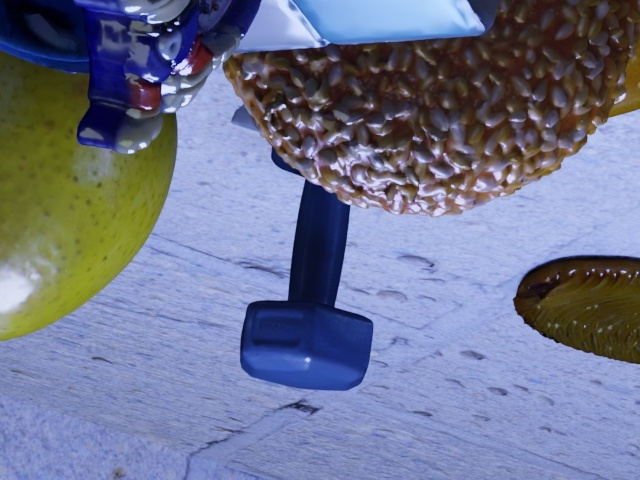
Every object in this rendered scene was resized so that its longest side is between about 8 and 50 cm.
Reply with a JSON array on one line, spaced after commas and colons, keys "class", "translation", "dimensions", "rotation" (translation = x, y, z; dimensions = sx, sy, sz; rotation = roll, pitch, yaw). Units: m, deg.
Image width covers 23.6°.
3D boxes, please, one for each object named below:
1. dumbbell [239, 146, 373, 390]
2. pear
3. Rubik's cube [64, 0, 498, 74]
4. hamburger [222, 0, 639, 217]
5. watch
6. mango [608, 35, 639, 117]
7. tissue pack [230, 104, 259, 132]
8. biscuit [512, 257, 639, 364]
[{"class": "dumbbell", "translation": [0.000, 0.000, 1.682], "dimensions": [0.144, 0.325, 0.160], "rotation": [10, 164, -2]}, {"class": "pear", "translation": [-0.324, -0.094, 1.535], "dimensions": [0.362, 0.418, 0.362], "rotation": [14, 149, 8]}, {"class": "Rubik's cube", "translation": [-0.080, -0.339, 0.916], "dimensions": [0.347, 0.344, 0.346], "rotation": [0, 155, 26]}, {"class": "hamburger", "translation": [0.077, -0.180, 1.168], "dimensions": [0.330, 0.330, 0.250], "rotation": [14, 177, -2]}, {"class": "watch", "translation": [-0.128, -0.164, 0.732], "dimensions": [0.200, 0.171, 0.196], "rotation": [19, 145, 16]}, {"class": "mango", "translation": [0.262, -0.182, 1.361], "dimensions": [0.236, 0.136, 0.166], "rotation": [4, 153, 10]}, {"class": "tissue pack", "translation": [0.030, -0.163, 1.518], "dimensions": [0.229, 0.145, 0.159], "rotation": [7, 156, 15]}, {"class": "biscuit", "translation": [0.418, 0.103, 2.061], "dimensions": [0.317, 0.040, 0.318], "rotation": [11, 158, 5]}]
